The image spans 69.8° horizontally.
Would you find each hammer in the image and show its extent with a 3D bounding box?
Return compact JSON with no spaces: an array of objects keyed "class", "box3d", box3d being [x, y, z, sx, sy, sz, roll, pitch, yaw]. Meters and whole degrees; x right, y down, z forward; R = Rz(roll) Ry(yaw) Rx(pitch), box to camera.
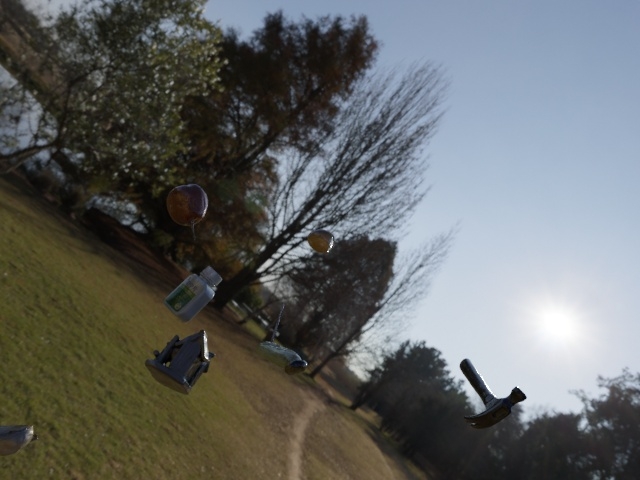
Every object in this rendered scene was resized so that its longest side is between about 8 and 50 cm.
[{"class":"hammer","box3d":[0.483,0.437,1.386,0.044,0.168,0.440,51,7,4]}]

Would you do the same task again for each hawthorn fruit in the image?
[{"class":"hawthorn fruit","box3d":[-0.468,-0.120,1.626,0.149,0.149,0.189,54,5,-48]}]

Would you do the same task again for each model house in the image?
[{"class":"model house","box3d":[-0.407,0.363,1.390,0.122,0.188,0.229,34,-29,16]}]

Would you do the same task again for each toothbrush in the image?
[{"class":"toothbrush","box3d":[-0.102,0.196,1.089,0.006,0.097,0.008,12,-23,11]}]

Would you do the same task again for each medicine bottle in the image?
[{"class":"medicine bottle","box3d":[-0.402,0.167,1.468,0.119,0.183,0.069,27,-25,44]}]

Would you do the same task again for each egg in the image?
[{"class":"egg","box3d":[0.000,0.000,1.532,0.096,0.080,0.080,20,-16,18]}]

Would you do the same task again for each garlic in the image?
[{"class":"garlic","box3d":[-0.818,0.518,1.187,0.084,0.152,0.066,165,-77,-75]}]

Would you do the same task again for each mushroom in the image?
[{"class":"mushroom","box3d":[-0.171,0.496,1.968,0.099,0.081,0.312,6,2,-35]}]
